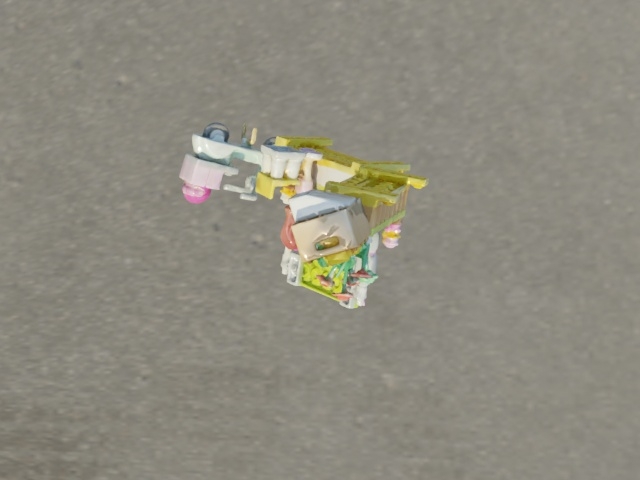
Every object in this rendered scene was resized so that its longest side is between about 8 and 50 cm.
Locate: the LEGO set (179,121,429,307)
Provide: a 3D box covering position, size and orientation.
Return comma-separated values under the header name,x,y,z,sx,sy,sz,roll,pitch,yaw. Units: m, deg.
name,x,y,z,sx,sy,sz,roll,pitch,yaw
LEGO set,0.000,0.000,1.109,0.132,0.287,0.107,4,103,-20
